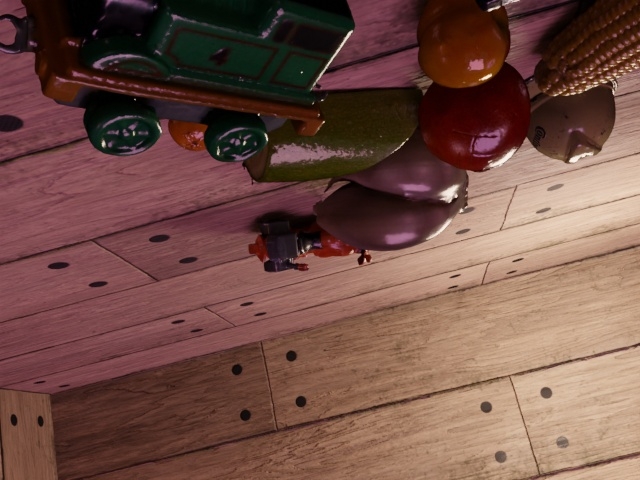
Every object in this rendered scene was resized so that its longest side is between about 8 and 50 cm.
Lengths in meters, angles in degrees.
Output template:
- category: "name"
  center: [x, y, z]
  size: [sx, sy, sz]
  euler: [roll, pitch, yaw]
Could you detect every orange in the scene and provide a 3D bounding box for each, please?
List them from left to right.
- category: "orange"
  center: [-0.195, -0.177, 1.051]
  size: [0.083, 0.070, 0.083]
  euler: [-9, 159, -3]

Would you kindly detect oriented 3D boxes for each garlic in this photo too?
- category: "garlic"
  center: [0.127, -0.114, 1.372]
  size: [0.340, 0.231, 0.246]
  euler: [-2, -150, 14]

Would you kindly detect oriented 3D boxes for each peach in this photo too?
- category: "peach"
  center: [0.195, -0.275, 0.926]
  size: [0.138, 0.138, 0.138]
  euler: [-12, 162, -4]
- category: "peach"
  center: [0.254, -0.211, 1.101]
  size: [0.197, 0.197, 0.197]
  euler: [-12, 162, -4]

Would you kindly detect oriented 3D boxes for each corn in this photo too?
- category: "corn"
  center: [0.467, -0.321, 0.998]
  size: [0.130, 0.130, 0.347]
  euler: [-1, 162, -35]

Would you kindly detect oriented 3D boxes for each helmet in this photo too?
- category: "helmet"
  center: [0.480, -0.222, 1.287]
  size: [0.204, 0.137, 0.257]
  euler: [-22, 160, 26]

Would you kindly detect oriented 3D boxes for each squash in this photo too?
- category: "squash"
  center: [0.025, -0.167, 1.183]
  size: [0.289, 0.111, 0.203]
  euler: [-8, 163, -22]

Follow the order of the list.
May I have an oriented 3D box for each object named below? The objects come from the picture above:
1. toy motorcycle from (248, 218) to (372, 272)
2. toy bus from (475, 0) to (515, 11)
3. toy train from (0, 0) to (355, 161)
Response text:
- category: "toy motorcycle"
  center: [0.000, 0.000, 1.623]
  size: [0.326, 0.148, 0.221]
  euler: [-10, -175, -30]
- category: "toy bus"
  center: [0.291, -0.371, 0.705]
  size: [0.288, 0.138, 0.175]
  euler: [-15, 163, 6]
- category: "toy train"
  center: [-0.140, -0.231, 0.777]
  size: [0.429, 0.178, 0.249]
  euler: [1, 148, -39]
